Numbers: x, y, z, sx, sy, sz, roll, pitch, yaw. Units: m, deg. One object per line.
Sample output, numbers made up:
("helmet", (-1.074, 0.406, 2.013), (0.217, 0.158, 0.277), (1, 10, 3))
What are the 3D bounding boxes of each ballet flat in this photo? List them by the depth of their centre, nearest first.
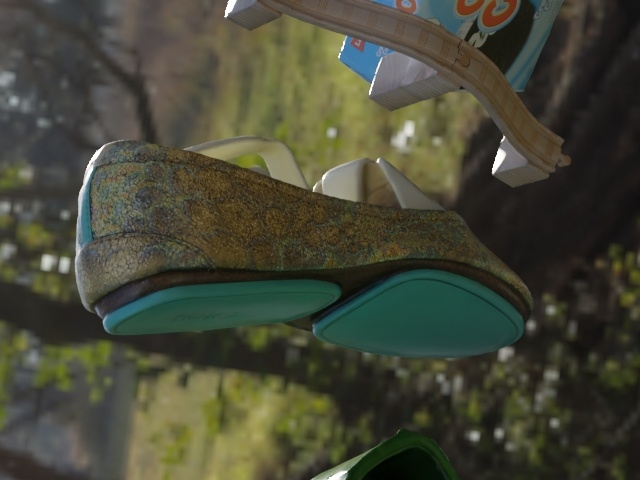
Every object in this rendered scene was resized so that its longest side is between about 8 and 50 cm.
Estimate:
("ballet flat", (0.000, 0.000, 1.111), (0.123, 0.348, 0.123), (-6, 81, 43))

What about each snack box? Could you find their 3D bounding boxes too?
("snack box", (0.144, -0.265, 1.437), (0.187, 0.060, 0.322), (-6, -56, -49))

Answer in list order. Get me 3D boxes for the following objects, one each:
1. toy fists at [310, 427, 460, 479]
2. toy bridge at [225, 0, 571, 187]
("toy fists", (-0.030, 0.207, 0.979), (0.142, 0.096, 0.279), (-33, 6, 39))
("toy bridge", (0.048, -0.079, 0.904), (0.063, 0.188, 0.026), (-15, 52, 57))
